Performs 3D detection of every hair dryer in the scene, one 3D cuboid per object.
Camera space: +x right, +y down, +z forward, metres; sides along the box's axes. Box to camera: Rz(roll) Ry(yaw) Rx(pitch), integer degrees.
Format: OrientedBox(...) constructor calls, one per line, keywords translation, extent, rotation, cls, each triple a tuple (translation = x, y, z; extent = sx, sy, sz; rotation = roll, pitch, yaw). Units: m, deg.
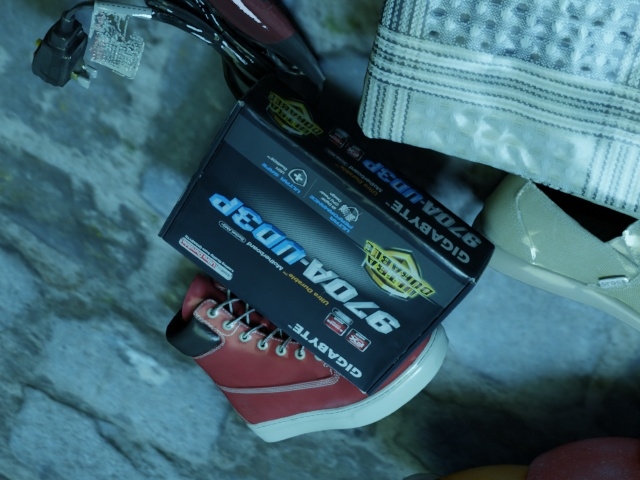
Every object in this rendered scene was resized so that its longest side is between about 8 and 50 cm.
OrientedBox(translation=(-0.087, -0.211, 0.918), extent=(0.224, 0.080, 0.293), rotation=(8, 141, -10), cls="hair dryer")

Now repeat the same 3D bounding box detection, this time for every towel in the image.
OrientedBox(translation=(0.206, -0.152, 0.822), extent=(0.324, 0.056, 0.312), rotation=(17, 121, 3), cls="towel")

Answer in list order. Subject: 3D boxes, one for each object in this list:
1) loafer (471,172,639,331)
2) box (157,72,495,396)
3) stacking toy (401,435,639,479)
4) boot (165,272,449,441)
OrientedBox(translation=(0.246, 0.009, 0.959), extent=(0.269, 0.102, 0.092), rotation=(16, 131, 9), cls="loafer")
OrientedBox(translation=(0.000, 0.000, 1.003), extent=(0.220, 0.051, 0.175), rotation=(38, 135, 0), cls="box")
OrientedBox(translation=(0.310, 0.256, 1.075), extent=(0.480, 0.350, 0.350), rotation=(-37, 113, 22), cls="stacking toy")
OrientedBox(translation=(-0.022, 0.083, 1.137), extent=(0.244, 0.088, 0.176), rotation=(-23, 118, 38), cls="boot")
